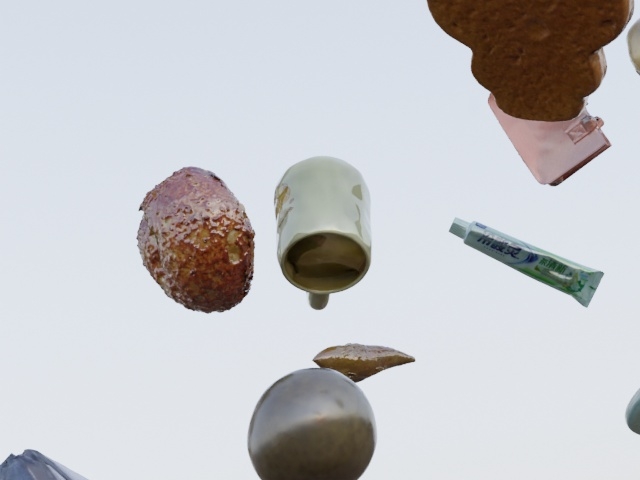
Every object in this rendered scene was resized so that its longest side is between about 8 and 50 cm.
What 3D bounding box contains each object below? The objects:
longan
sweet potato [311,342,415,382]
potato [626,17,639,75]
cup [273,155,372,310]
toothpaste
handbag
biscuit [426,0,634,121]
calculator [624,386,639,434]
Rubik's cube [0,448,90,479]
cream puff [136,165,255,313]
[{"bbox_3d":[-0.009,0.276,1.877,0.184,0.204,0.159,-19,11,-24],"label":"longan"},{"bbox_3d":[0.071,0.203,2.308,0.205,0.068,0.060,-3,-1,-29],"label":"sweet potato"},{"bbox_3d":[0.501,-0.224,1.705,0.234,0.161,0.128,-8,-16,22],"label":"potato"},{"bbox_3d":[0.018,-0.007,2.448,0.173,0.202,0.255,-15,-45,13],"label":"cup"},{"bbox_3d":[0.381,0.031,2.581,0.296,0.075,0.048,25,2,6],"label":"toothpaste"},{"bbox_3d":[0.419,-0.220,2.524,0.157,0.213,0.059,-38,-19,23],"label":"handbag"},{"bbox_3d":[0.190,-0.253,1.291,0.202,0.047,0.334,5,-46,27],"label":"biscuit"},{"bbox_3d":[0.616,0.227,2.218,0.184,0.042,0.295,18,-51,-34],"label":"calculator"},{"bbox_3d":[-0.289,0.472,1.574,0.307,0.310,0.305,-49,-39,-3],"label":"Rubik's cube"},{"bbox_3d":[-0.204,0.002,2.196,0.164,0.240,0.240,-21,-18,-17],"label":"cream puff"}]
